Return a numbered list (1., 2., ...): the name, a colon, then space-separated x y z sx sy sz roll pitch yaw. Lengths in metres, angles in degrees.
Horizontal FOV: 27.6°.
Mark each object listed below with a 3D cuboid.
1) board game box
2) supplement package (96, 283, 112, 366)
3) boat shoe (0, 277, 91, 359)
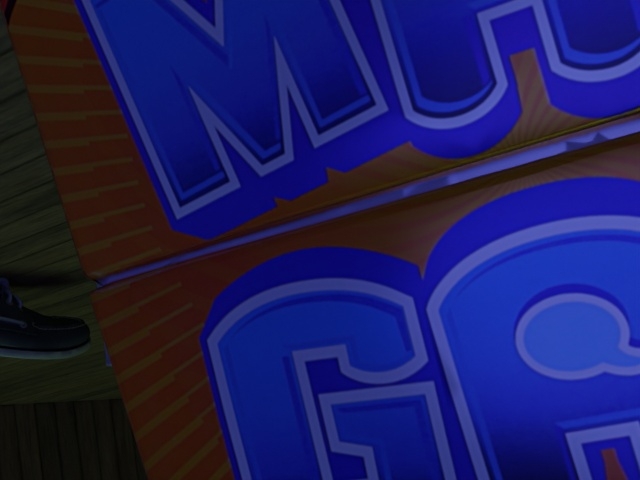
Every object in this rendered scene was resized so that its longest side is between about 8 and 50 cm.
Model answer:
1. board game box: 0.142 -0.055 0.537 0.356 0.356 0.356 -16 -177 30
2. supplement package: -0.126 0.031 1.364 0.149 0.194 0.203 -12 168 18
3. boat shoe: -0.423 0.098 1.687 0.116 0.099 0.319 8 -179 42
